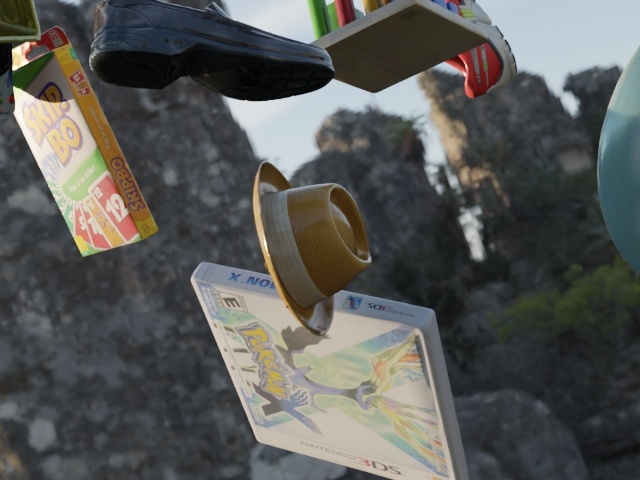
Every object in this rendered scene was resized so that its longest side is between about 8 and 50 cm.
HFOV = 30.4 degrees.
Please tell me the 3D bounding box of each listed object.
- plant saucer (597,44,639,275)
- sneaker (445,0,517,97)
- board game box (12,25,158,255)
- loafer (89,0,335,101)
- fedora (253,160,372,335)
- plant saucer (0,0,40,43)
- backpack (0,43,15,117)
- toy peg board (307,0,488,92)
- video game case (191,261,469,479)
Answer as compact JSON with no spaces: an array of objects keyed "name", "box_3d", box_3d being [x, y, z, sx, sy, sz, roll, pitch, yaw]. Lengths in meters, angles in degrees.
[{"name":"plant saucer","box_3d":[0.394,-0.083,1.029,0.317,0.317,0.044,-19,25,-10]},{"name":"sneaker","box_3d":[0.196,-0.347,1.878,0.118,0.279,0.107,-35,-16,-1]},{"name":"board game box","box_3d":[-0.289,-0.112,1.376,0.124,0.259,0.039,-14,12,44]},{"name":"loafer","box_3d":[-0.071,-0.136,0.803,0.170,0.061,0.062,6,-24,-23]},{"name":"fedora","box_3d":[0.000,0.000,1.176,0.079,0.194,0.194,-17,-4,15]},{"name":"plant saucer","box_3d":[-0.311,-0.244,0.940,0.045,0.188,0.188,-11,7,19]},{"name":"backpack","box_3d":[-0.415,-0.203,1.308,0.117,0.158,0.173,-38,-30,-34]},{"name":"toy peg board","box_3d":[0.072,-0.243,1.308,0.160,0.079,0.161,-22,-18,32]},{"name":"video game case","box_3d":[0.018,0.173,1.423,0.300,0.329,0.036,11,49,26]}]
